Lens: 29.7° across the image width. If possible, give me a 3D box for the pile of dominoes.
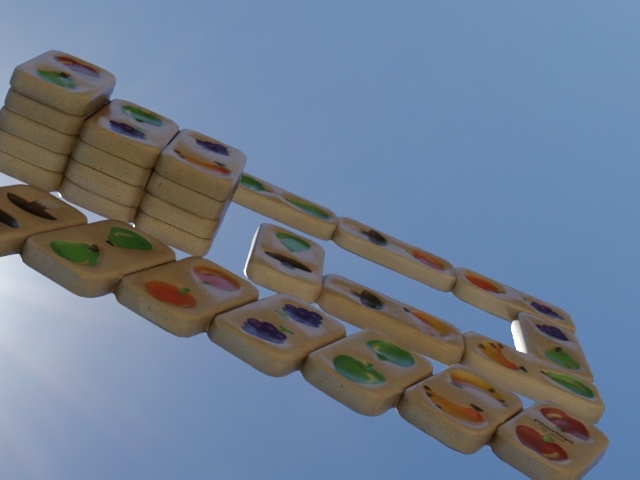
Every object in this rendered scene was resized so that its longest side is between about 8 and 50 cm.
[{"bbox_3d":[0.000,0.000,0.453,0.251,0.040,0.196,23,-165,-4],"label":"pile of dominoes"}]
